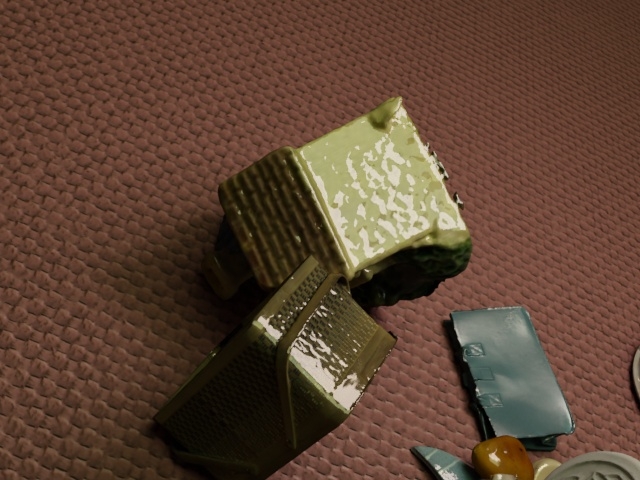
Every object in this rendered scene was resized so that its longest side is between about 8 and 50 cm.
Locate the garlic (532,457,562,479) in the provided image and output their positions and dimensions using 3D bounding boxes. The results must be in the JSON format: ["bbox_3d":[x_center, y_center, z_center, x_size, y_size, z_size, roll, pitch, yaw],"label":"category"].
[{"bbox_3d":[0.313,0.331,1.373,0.083,0.041,0.053,-16,76,-32],"label":"garlic"}]

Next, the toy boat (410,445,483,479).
[{"bbox_3d":[0.177,0.311,1.305,0.096,0.034,0.122,-13,60,-46],"label":"toy boat"}]

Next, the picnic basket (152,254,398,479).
[{"bbox_3d":[-0.056,0.160,1.123,0.139,0.266,0.165,44,39,-2],"label":"picnic basket"}]

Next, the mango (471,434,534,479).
[{"bbox_3d":[0.244,0.301,1.320,0.114,0.060,0.080,38,30,-39],"label":"mango"}]

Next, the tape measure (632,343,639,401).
[{"bbox_3d":[0.633,0.244,1.588,0.258,0.130,0.265,-2,55,-31],"label":"tape measure"}]

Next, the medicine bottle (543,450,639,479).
[{"bbox_3d":[0.394,0.407,1.144,0.395,0.242,0.243,42,39,-25],"label":"medicine bottle"}]

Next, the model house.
[{"bbox_3d":[0.000,0.000,1.291,0.266,0.321,0.261,-25,85,-26],"label":"model house"}]

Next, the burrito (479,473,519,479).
[{"bbox_3d":[0.214,0.423,1.146,0.105,0.143,0.299,-4,57,0],"label":"burrito"}]

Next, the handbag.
[{"bbox_3d":[0.273,0.199,1.450,0.144,0.057,0.221,4,52,-25],"label":"handbag"}]
